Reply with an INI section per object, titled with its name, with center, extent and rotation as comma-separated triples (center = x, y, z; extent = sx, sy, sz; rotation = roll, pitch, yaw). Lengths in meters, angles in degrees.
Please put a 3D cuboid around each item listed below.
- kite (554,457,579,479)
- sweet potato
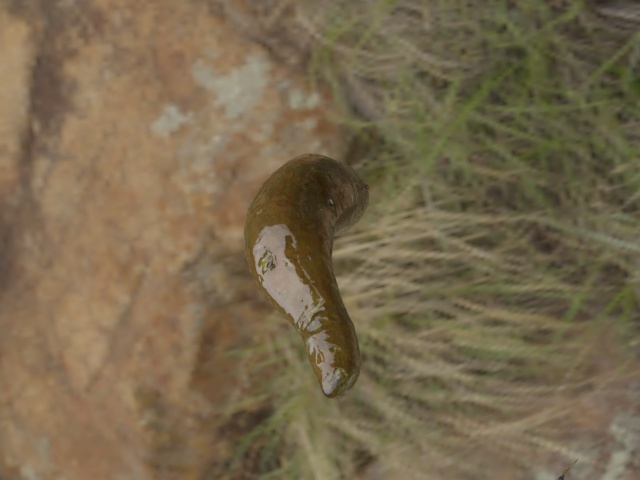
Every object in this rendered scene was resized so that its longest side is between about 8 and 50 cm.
[kite]
center = 0.130, 0.212, 1.211
extent = 0.010, 0.160, 0.183
rotation = 31, 108, 4
[sweet potato]
center = -0.006, -0.002, 1.358
extent = 0.108, 0.346, 0.079
rotation = 36, 114, -14
